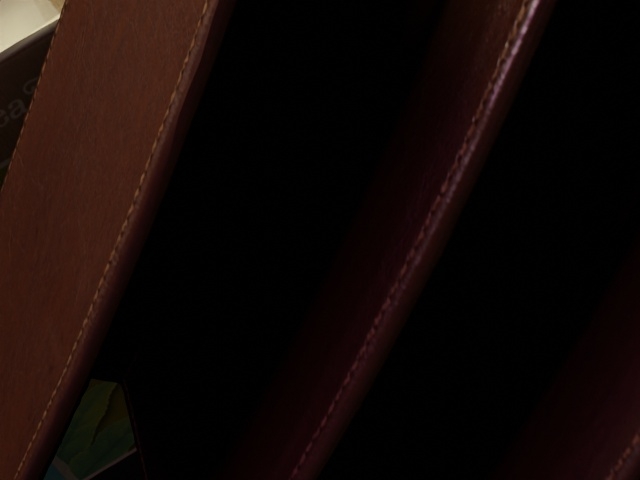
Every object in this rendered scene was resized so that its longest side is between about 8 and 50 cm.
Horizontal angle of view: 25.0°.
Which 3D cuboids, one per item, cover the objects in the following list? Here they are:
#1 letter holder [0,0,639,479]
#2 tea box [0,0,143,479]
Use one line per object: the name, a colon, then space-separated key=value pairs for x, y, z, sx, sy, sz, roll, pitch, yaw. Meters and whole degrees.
letter holder: x=0.000 y=0.000 z=0.456 sx=0.302 sy=0.152 sz=0.214 roll=-64 pitch=29 yaw=31
tea box: x=-0.165 y=-0.025 z=0.745 sx=0.220 sy=0.323 sz=0.329 roll=-32 pitch=42 yaw=-2
